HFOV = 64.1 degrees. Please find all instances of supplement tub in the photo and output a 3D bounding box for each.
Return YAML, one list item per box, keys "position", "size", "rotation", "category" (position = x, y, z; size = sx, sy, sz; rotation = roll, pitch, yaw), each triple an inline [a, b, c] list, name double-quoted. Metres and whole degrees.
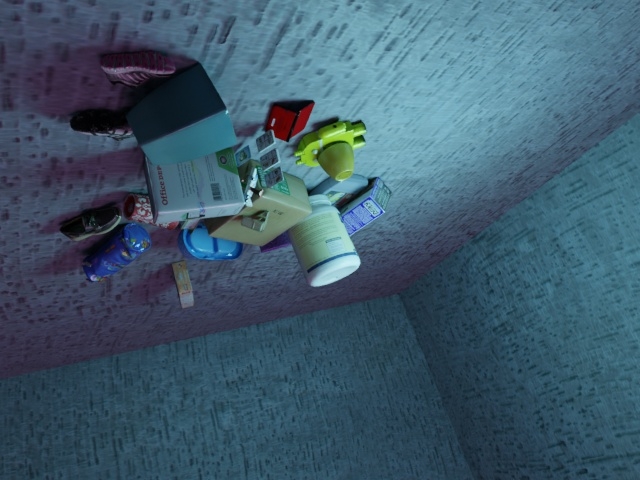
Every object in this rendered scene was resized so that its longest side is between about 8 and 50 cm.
- position: [0.000, 0.000, 2.103]
  size: [0.235, 0.325, 0.235]
  rotation: [-21, 164, -6]
  category: "supplement tub"

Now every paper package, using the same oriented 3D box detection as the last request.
- position: [-0.243, -0.132, 1.947]
  size: [0.309, 0.168, 0.324]
  rotation: [-32, 155, 26]
  category: "paper package"

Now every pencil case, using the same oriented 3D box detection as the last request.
- position: [-0.795, 0.051, 1.971]
  size: [0.306, 0.120, 0.133]
  rotation: [-31, 154, 26]
  category: "pencil case"

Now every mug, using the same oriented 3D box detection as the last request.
- position: [-0.603, -0.096, 1.798]
  size: [0.150, 0.113, 0.169]
  rotation: [-36, 151, 32]
  category: "mug"

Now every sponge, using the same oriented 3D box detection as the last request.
- position: [-0.186, -0.025, 2.330]
  size: [0.210, 0.117, 0.031]
  rotation: [-15, 160, -13]
  category: "sponge"

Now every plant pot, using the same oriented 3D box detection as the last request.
- position: [-0.369, -0.309, 1.340]
  size: [0.234, 0.166, 0.166]
  rotation: [-27, 160, -10]
  category: "plant pot"
- position: [0.069, -0.270, 1.830]
  size: [0.134, 0.095, 0.134]
  rotation: [-20, 160, -7]
  category: "plant pot"

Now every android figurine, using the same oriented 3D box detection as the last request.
- position: [0.033, -0.340, 1.839]
  size: [0.272, 0.056, 0.248]
  rotation: [-19, 159, -6]
  category: "android figurine"

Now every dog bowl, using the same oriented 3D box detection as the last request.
- position: [-0.459, 0.007, 2.121]
  size: [0.074, 0.166, 0.297]
  rotation: [-21, 163, 39]
  category: "dog bowl"

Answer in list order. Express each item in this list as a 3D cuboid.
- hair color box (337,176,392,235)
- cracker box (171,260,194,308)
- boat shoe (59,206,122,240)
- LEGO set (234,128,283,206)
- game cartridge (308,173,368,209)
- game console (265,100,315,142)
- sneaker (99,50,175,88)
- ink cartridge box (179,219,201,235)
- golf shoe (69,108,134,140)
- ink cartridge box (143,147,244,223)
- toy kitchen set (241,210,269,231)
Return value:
- position: [0.150, -0.121, 2.289]
  size: [0.338, 0.110, 0.185]
  rotation: [-34, -163, 34]
  category: "hair color box"
- position: [-0.656, 0.213, 2.442]
  size: [0.067, 0.156, 0.232]
  rotation: [-13, 159, -17]
  category: "cracker box"
- position: [-0.792, -0.059, 1.758]
  size: [0.223, 0.080, 0.073]
  rotation: [-20, 165, 13]
  category: "boat shoe"
- position: [-0.213, -0.230, 1.696]
  size: [0.244, 0.183, 0.060]
  rotation: [-25, 163, 35]
  category: "LEGO set"
- position: [0.044, -0.192, 2.217]
  size: [0.196, 0.060, 0.294]
  rotation: [6, 147, -42]
  category: "game cartridge"
- position: [-0.100, -0.394, 1.642]
  size: [0.124, 0.085, 0.144]
  rotation: [18, 149, -9]
  category: "game console"
- position: [-0.439, -0.408, 1.237]
  size: [0.170, 0.063, 0.075]
  rotation: [-7, 156, -18]
  category: "sneaker"
- position: [-0.480, -0.111, 1.865]
  size: [0.062, 0.109, 0.209]
  rotation: [-3, 154, -36]
  category: "ink cartridge box"
- position: [-0.563, -0.299, 1.374]
  size: [0.198, 0.077, 0.094]
  rotation: [-8, 157, -25]
  category: "golf shoe"
- position: [-0.405, -0.177, 1.627]
  size: [0.278, 0.202, 0.117]
  rotation: [-9, 167, -27]
  category: "ink cartridge box"
- position: [-0.229, -0.082, 1.822]
  size: [0.083, 0.075, 0.068]
  rotation: [-62, 172, -74]
  category: "toy kitchen set"
